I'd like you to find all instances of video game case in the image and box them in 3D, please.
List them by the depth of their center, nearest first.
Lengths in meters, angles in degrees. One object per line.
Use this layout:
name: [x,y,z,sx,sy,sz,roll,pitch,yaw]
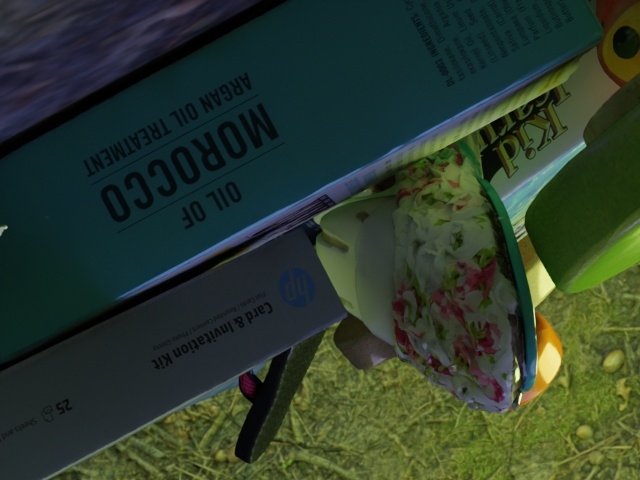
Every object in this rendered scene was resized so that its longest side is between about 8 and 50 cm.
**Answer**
video game case: [0.137,-0.064,0.824,0.244,0.061,0.269,-39,171,2]

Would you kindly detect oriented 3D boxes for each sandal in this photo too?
sandal: [-0.028,0.065,0.851,0.067,0.040,0.179,-45,164,-47]

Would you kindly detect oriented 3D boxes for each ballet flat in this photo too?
ballet flat: [0.035,-0.006,0.583,0.077,0.091,0.241,-4,-154,1]

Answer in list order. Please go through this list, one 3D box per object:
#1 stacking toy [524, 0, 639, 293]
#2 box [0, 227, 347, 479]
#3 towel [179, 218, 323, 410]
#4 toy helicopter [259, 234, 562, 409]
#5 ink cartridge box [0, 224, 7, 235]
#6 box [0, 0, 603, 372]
stacking toy: [0.181,-0.120,0.508,0.279,0.130,0.309,-20,161,-47]
box: [-0.094,0.063,0.522,0.145,0.038,0.186,-26,178,-32]
towel: [0.000,0.000,0.925,0.336,0.040,0.243,-44,170,20]
toy helicopter: [0.059,0.008,1.172,0.355,0.140,0.235,-7,-137,45]
ink cartridge box: [-0.190,0.043,0.370,0.171,0.056,0.235,-26,173,-30]
box: [-0.029,-0.030,0.493,0.244,0.060,0.100,-28,177,2]
